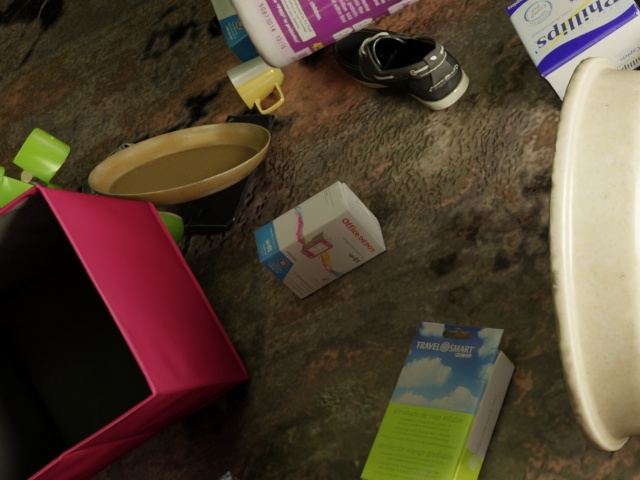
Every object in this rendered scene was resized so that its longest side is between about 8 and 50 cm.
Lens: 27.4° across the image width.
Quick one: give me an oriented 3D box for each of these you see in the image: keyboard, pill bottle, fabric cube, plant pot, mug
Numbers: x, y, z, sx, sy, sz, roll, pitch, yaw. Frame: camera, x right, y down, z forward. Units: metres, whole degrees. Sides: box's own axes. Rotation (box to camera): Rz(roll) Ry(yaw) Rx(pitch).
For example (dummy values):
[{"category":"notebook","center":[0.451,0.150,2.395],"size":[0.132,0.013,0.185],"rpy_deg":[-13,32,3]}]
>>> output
[{"category":"keyboard","center":[-0.127,-0.089,1.729],"size":[0.108,0.023,0.180],"rpy_deg":[1,58,33]},{"category":"pill bottle","center":[0.038,-0.349,1.635],"size":[0.302,0.169,0.169],"rpy_deg":[-25,45,8]},{"category":"fabric cube","center":[-0.281,0.116,1.443],"size":[0.259,0.258,0.254],"rpy_deg":[-34,79,14]},{"category":"plant pot","center":[-0.175,-0.092,1.657],"size":[0.236,0.032,0.236],"rpy_deg":[-12,21,5]},{"category":"plant pot","center":[0.375,0.008,1.049],"size":[0.306,0.334,0.333],"rpy_deg":[-2,57,25]},{"category":"mug","center":[-0.080,-0.213,1.771],"size":[0.064,0.078,0.062],"rpy_deg":[-32,10,3]}]

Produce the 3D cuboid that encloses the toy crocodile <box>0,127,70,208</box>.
[{"category":"toy crocodile","center":[-0.436,0.007,1.811],"size":[0.105,0.115,0.340],"rpy_deg":[-171,99,-74]}]

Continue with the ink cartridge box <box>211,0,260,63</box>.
[{"category":"ink cartridge box","center":[-0.029,-0.346,1.806],"size":[0.231,0.078,0.134],"rpy_deg":[-35,43,13]}]

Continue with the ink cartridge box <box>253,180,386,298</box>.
[{"category":"ink cartridge box","center":[0.000,0.000,1.501],"size":[0.122,0.088,0.052],"rpy_deg":[-32,43,16]}]

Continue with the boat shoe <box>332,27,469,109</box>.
[{"category":"boat shoe","center":[0.087,-0.232,1.623],"size":[0.084,0.079,0.233],"rpy_deg":[-53,39,-6]}]

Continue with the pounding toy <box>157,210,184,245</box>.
[{"category":"pounding toy","center":[-0.283,0.038,1.672],"size":[0.237,0.183,0.110],"rpy_deg":[-13,78,30]}]

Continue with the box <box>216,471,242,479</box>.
[{"category":"box","center":[-0.131,0.323,1.401],"size":[0.137,0.027,0.094],"rpy_deg":[-37,41,11]}]

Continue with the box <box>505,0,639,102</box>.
[{"category":"box","center":[0.292,-0.236,1.460],"size":[0.126,0.072,0.137],"rpy_deg":[-33,43,15]}]

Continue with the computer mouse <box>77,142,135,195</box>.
[{"category":"computer mouse","center":[-0.313,-0.056,1.843],"size":[0.193,0.042,0.106],"rpy_deg":[-42,36,13]}]

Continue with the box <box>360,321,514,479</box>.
[{"category":"box","center":[0.120,0.171,1.302],"size":[0.109,0.042,0.178],"rpy_deg":[3,60,40]}]

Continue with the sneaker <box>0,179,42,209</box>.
[{"category":"sneaker","center":[-0.535,-0.035,1.951],"size":[0.305,0.114,0.152],"rpy_deg":[-25,47,23]}]
